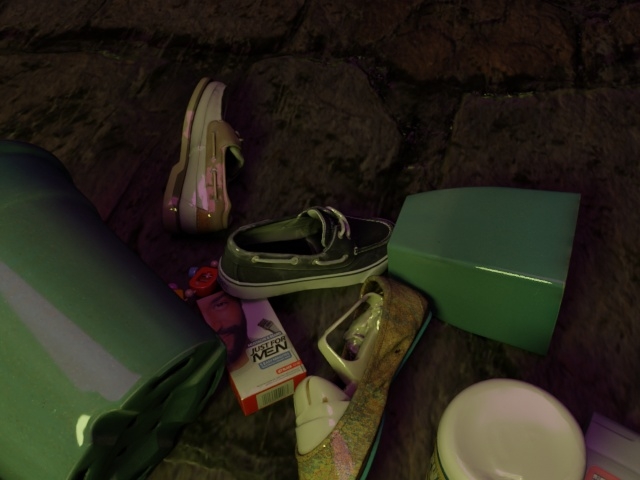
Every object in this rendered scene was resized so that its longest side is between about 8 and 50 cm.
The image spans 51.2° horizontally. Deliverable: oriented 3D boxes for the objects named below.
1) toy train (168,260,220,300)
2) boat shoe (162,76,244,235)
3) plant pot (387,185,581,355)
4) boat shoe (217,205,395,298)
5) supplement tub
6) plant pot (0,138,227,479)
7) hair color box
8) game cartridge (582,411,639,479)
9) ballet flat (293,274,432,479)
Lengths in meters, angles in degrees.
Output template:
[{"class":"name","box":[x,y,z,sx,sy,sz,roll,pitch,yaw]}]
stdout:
[{"class":"toy train","box":[-0.224,0.073,0.969,0.167,0.046,0.125,7,33,13]},{"class":"boat shoe","box":[-0.175,-0.139,1.101,0.104,0.113,0.302,5,62,2]},{"class":"plant pot","box":[0.220,0.025,0.935,0.235,0.165,0.165,12,52,17]},{"class":"boat shoe","box":[0.000,0.000,0.957,0.302,0.102,0.108,-9,49,-27]},{"class":"supplement tub","box":[0.190,0.254,0.720,0.145,0.199,0.144,-1,50,1]},{"class":"plant pot","box":[-0.312,0.116,0.773,0.334,0.341,0.341,36,59,15]},{"class":"hair color box","box":[-0.095,0.140,0.907,0.093,0.053,0.167,-22,53,-17]},{"class":"game cartridge","box":[0.348,0.355,0.740,0.196,0.060,0.294,28,56,15]},{"class":"ballet flat","box":[0.033,0.177,0.829,0.123,0.123,0.348,20,50,15]}]
